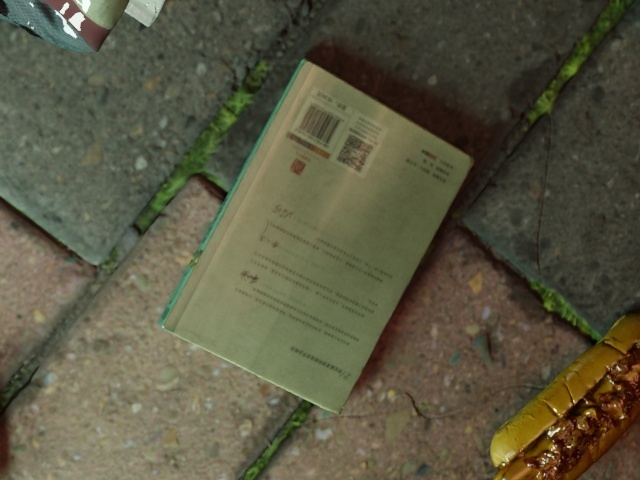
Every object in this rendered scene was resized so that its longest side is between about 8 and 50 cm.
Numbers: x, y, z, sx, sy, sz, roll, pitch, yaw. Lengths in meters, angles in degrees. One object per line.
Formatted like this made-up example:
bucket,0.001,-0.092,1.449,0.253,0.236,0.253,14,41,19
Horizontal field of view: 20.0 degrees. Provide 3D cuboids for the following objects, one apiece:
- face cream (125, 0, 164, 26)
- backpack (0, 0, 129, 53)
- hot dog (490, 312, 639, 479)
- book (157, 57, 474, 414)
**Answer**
face cream,-0.112,-0.304,1.546,0.092,0.058,0.243,32,96,-31
backpack,-0.237,-0.331,1.400,0.317,0.197,0.283,32,93,-32
hot dog,0.268,0.176,1.827,0.249,0.076,0.102,-41,119,-9
book,0.000,0.000,1.692,0.215,0.025,0.282,30,91,-26
